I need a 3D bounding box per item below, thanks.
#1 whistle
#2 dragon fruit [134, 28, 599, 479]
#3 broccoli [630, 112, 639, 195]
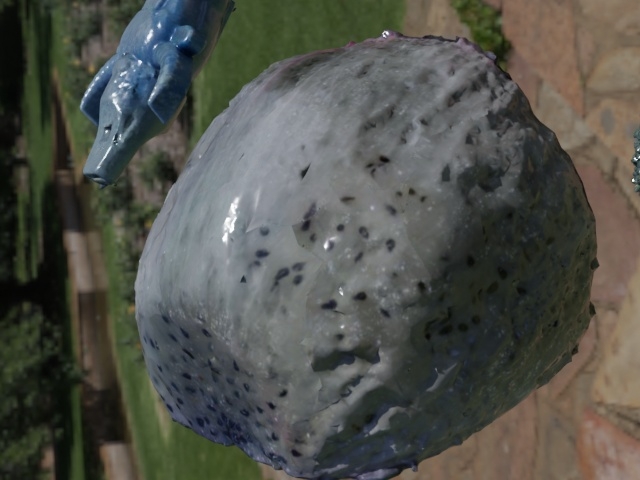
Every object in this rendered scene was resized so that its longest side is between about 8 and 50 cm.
[{"bbox_3d":[-0.167,-0.177,1.129,0.180,0.093,0.269,5,65,54],"label":"whistle"},{"bbox_3d":[0.000,0.000,0.691,0.283,0.221,0.204,10,124,40],"label":"dragon fruit"},{"bbox_3d":[0.387,-0.072,1.032,0.176,0.226,0.198,-50,57,9],"label":"broccoli"}]
